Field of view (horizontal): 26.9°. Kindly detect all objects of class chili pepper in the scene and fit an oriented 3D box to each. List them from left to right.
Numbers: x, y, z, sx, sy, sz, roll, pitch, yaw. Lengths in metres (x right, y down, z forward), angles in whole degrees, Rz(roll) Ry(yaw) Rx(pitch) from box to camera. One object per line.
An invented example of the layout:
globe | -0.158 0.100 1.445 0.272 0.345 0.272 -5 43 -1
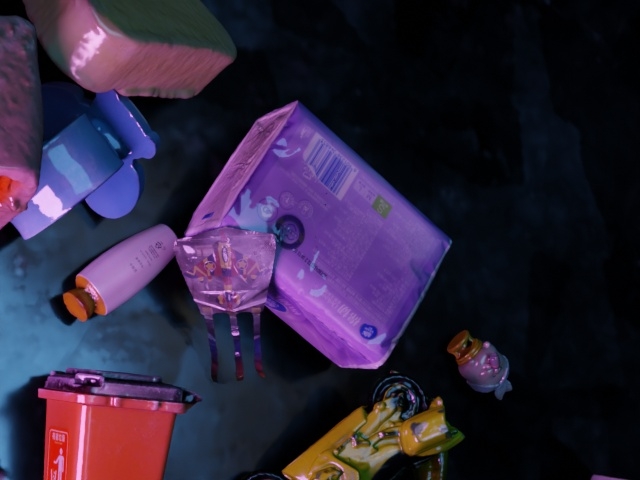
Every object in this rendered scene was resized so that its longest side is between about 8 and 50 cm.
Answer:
chili pepper | 0.163 0.298 2.052 0.073 0.072 0.204 10 71 -41

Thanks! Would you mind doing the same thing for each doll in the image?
doll | 0.266 0.200 2.133 0.127 0.084 0.073 44 60 -9

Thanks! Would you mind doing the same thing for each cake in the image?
cake | -0.479 -0.125 1.575 0.237 0.309 0.230 11 64 -33

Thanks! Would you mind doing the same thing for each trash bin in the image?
trash bin | -0.267 0.290 1.733 0.184 0.161 0.239 8 83 -31

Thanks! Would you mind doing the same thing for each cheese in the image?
cheese | -0.256 -0.311 1.817 0.384 0.104 0.384 42 19 -18

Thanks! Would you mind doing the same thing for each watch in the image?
watch | -0.334 -0.097 1.743 0.211 0.211 0.193 53 39 -12

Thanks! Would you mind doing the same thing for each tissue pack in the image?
tissue pack | 0.000 0.000 1.958 0.338 0.160 0.242 42 65 -20

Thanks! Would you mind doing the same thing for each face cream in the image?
face cream | -0.272 0.043 1.837 0.182 0.051 0.072 -40 103 -34

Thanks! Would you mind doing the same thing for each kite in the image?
kite | -0.124 0.092 1.853 0.141 0.015 0.245 -2 117 4

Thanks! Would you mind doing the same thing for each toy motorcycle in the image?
toy motorcycle | 0.054 0.346 1.915 0.342 0.142 0.206 -35 94 -16

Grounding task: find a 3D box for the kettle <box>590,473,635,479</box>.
kettle | 0.559 0.571 2.177 0.319 0.247 0.342 20 75 -56
